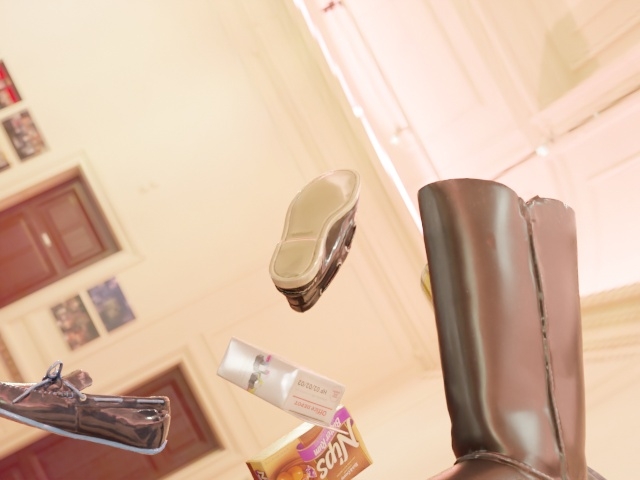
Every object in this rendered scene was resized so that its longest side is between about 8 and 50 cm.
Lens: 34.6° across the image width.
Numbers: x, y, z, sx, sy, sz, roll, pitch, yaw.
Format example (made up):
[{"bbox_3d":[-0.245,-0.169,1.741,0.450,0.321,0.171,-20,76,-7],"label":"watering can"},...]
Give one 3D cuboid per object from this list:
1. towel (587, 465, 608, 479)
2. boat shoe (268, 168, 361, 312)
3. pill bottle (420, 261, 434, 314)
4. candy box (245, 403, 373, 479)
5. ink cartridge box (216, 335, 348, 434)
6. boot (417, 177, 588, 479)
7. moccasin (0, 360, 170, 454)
[{"bbox_3d":[0.307,0.459,1.630,0.271,0.370,0.040,36,-37,55],"label":"towel"},{"bbox_3d":[0.004,0.000,1.884,0.340,0.127,0.113,-71,151,-49],"label":"boat shoe"},{"bbox_3d":[0.245,0.097,1.783,0.215,0.117,0.117,-104,171,-75],"label":"pill bottle"},{"bbox_3d":[-0.014,0.346,1.602,0.053,0.187,0.109,-17,-82,55],"label":"candy box"},{"bbox_3d":[-0.042,0.196,1.397,0.181,0.061,0.104,20,-5,44],"label":"ink cartridge box"},{"bbox_3d":[0.151,0.135,1.071,0.146,0.367,0.445,-17,-117,41],"label":"boot"},{"bbox_3d":[-0.419,0.272,1.740,0.138,0.342,0.116,-5,-113,58],"label":"moccasin"}]
